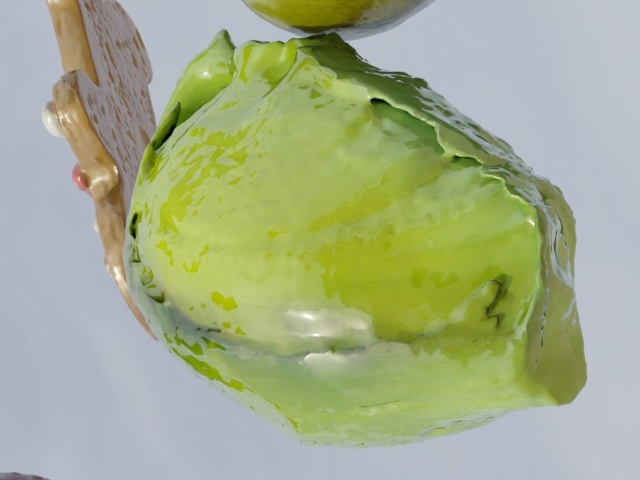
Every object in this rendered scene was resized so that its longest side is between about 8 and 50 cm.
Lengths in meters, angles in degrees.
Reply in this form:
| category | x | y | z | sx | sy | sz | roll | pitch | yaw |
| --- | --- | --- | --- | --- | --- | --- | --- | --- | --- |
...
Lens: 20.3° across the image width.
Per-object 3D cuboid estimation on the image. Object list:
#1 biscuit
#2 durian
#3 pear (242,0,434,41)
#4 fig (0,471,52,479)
| category | x | y | z | sx | sy | sz | roll | pitch | yaw |
| --- | --- | --- | --- | --- | --- | --- | --- | --- | --- |
| biscuit | -0.162 | -0.072 | 1.363 | 0.216 | 0.047 | 0.339 | 49 | -158 | -61 |
| durian | 0.000 | 0.000 | 0.665 | 0.139 | 0.250 | 0.101 | -49 | -51 | -13 |
| pear | 0.010 | -0.132 | 0.724 | 0.107 | 0.131 | 0.107 | -22 | -57 | -38 |
| fig | -0.154 | 0.180 | 0.882 | 0.119 | 0.119 | 0.153 | 6 | -129 | -52 |
